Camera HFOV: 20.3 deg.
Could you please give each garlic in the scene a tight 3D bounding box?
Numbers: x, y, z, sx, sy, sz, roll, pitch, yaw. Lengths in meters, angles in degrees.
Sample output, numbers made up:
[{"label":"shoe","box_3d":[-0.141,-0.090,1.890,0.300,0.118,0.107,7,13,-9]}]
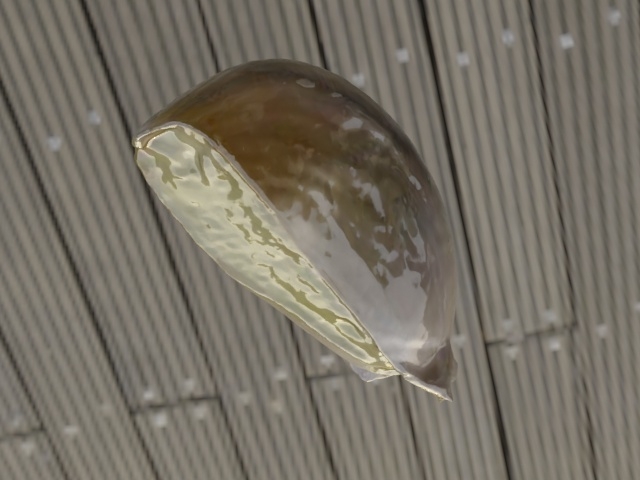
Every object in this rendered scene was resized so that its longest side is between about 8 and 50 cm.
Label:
[{"label":"garlic","box_3d":[0.000,-0.015,0.821,0.087,0.101,0.195,-17,126,41]}]
